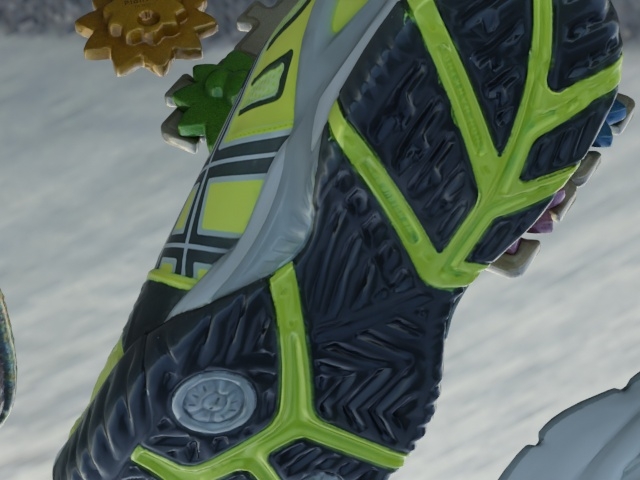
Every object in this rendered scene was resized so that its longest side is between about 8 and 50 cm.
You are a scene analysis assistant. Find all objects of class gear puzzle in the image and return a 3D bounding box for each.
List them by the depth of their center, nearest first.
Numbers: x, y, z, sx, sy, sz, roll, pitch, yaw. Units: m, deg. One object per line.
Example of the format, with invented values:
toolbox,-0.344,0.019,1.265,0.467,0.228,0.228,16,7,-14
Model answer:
gear puzzle,0.006,-0.101,1.099,0.175,0.339,0.044,-51,152,-35

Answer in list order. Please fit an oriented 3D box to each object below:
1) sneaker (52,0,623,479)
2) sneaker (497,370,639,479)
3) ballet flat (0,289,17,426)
sneaker,0.000,0.000,0.880,0.145,0.147,0.385,25,117,-26
sneaker,0.170,0.043,0.602,0.111,0.129,0.297,36,82,-37
ballet flat,-0.205,-0.051,0.544,0.123,0.123,0.348,-31,135,11
